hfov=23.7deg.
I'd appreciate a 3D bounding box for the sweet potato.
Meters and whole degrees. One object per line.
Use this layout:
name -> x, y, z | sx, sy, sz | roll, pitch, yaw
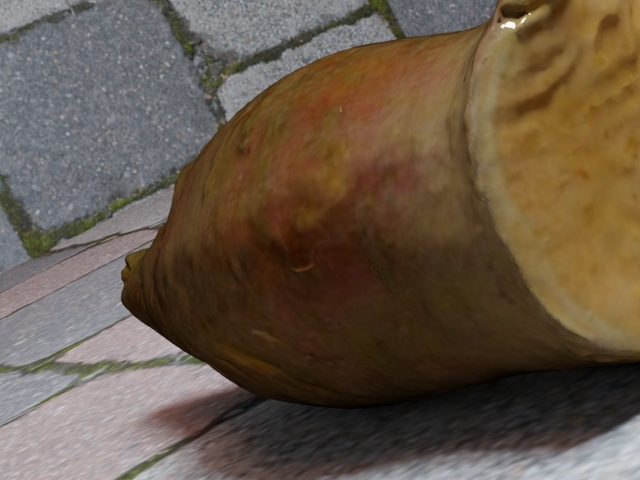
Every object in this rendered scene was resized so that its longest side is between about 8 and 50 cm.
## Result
sweet potato -> 0.001, 0.003, 0.547 | 0.131, 0.131, 0.337 | -31, 9, -38
